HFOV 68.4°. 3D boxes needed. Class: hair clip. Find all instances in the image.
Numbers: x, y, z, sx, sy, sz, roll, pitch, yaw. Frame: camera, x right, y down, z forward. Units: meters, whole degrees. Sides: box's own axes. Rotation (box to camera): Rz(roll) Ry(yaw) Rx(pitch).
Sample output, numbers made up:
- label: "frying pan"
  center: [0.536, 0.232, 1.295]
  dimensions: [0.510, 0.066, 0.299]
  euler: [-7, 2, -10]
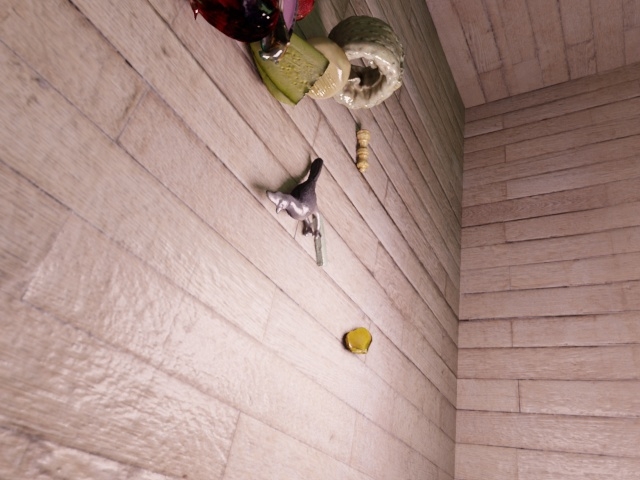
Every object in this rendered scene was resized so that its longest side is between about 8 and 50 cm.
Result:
- label: "hair clip"
  center: [-0.108, -0.652, 1.316]
  dimensions: [0.110, 0.095, 0.359]
  euler: [6, 69, -15]

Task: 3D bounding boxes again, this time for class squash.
- label: "squash"
  center: [-0.110, -0.521, 1.335]
  dimensions: [0.237, 0.203, 0.155]
  euler: [-58, 152, -35]

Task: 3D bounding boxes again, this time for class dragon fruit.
- label: "dragon fruit"
  center: [-0.094, -0.743, 1.482]
  dimensions: [0.111, 0.152, 0.153]
  euler: [146, -60, -78]

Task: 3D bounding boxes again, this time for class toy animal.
- label: "toy animal"
  center: [-0.042, -0.107, 1.406]
  dimensions: [0.367, 0.081, 0.206]
  euler: [-48, 125, -58]

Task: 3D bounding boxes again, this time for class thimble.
- label: "thimble"
  center: [0.153, -0.626, 1.663]
  dimensions: [0.291, 0.291, 0.196]
  euler: [41, 48, -48]

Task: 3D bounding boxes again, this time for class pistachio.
- label: "pistachio"
  center: [0.126, 0.350, 1.604]
  dimensions: [0.172, 0.049, 0.090]
  euler: [-1, 58, -58]

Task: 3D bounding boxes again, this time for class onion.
- label: "onion"
  center: [-0.207, -0.616, 1.134]
  dimensions: [0.280, 0.221, 0.281]
  euler: [-20, 123, -35]

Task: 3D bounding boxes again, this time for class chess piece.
- label: "chess piece"
  center: [0.168, -0.349, 1.858]
  dimensions: [0.060, 0.060, 0.172]
  euler: [28, 61, -54]

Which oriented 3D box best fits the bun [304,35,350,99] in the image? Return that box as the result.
- label: "bun"
  center: [0.000, -0.562, 1.508]
  dimensions: [0.193, 0.178, 0.128]
  euler: [41, 47, -28]

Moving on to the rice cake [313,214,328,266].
- label: "rice cake"
  center: [0.000, 0.000, 1.500]
  dimensions: [0.033, 0.028, 0.171]
  euler: [3, 80, -56]
